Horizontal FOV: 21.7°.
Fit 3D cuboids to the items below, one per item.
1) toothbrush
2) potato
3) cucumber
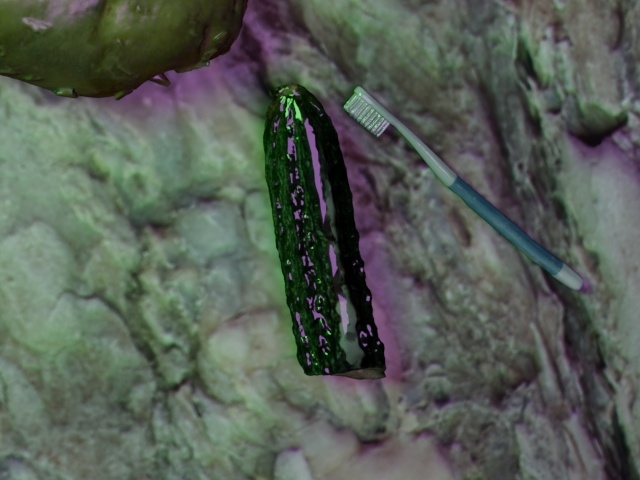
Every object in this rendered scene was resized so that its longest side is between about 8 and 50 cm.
[{"bbox_3d":[0.123,-0.036,1.406,0.275,0.019,0.025,39,93,-21],"label":"toothbrush"},{"bbox_3d":[-0.193,-0.203,1.204,0.296,0.141,0.192,17,79,-20],"label":"potato"},{"bbox_3d":[-0.001,0.000,1.346,0.077,0.077,0.265,-14,104,-15],"label":"cucumber"}]
